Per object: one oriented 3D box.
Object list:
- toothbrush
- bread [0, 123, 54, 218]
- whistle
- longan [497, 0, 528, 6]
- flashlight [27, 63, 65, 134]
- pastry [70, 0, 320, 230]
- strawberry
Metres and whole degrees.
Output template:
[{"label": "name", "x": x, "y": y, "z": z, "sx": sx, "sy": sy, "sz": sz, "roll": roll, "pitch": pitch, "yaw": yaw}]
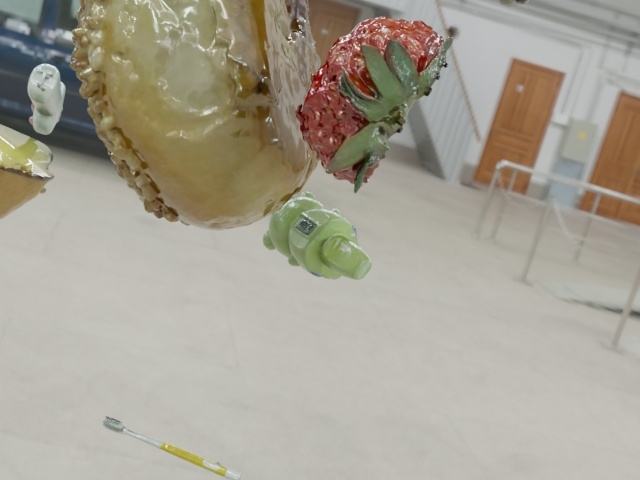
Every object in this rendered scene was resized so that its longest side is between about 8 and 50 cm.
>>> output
[{"label": "toothbrush", "x": -0.286, "y": 0.402, "z": 1.849, "sx": 0.288, "sy": 0.021, "sz": 0.024, "roll": 23, "pitch": -32, "yaw": -3}, {"label": "bread", "x": -0.545, "y": -0.107, "z": 1.456, "sx": 0.262, "sy": 0.163, "sz": 0.204, "roll": 18, "pitch": 7, "yaw": -19}, {"label": "whistle", "x": 0.000, "y": 0.000, "z": 1.329, "sx": 0.085, "sy": 0.105, "sz": 0.227, "roll": 46, "pitch": -9, "yaw": -39}, {"label": "longan", "x": 0.212, "y": -0.430, "z": 1.175, "sx": 0.300, "sy": 0.300, "sz": 0.243, "roll": 10, "pitch": 7, "yaw": -31}, {"label": "flashlight", "x": -0.440, "y": -0.230, "z": 1.528, "sx": 0.047, "sy": 0.093, "sz": 0.200, "roll": 17, "pitch": -10, "yaw": -10}, {"label": "pastry", "x": -0.142, "y": -0.209, "z": 1.142, "sx": 0.244, "sy": 0.410, "sz": 0.409, "roll": -8, "pitch": 6, "yaw": 14}, {"label": "strawberry", "x": 0.049, "y": -0.159, "z": 0.928, "sx": 0.098, "sy": 0.174, "sz": 0.228, "roll": 33, "pitch": 25, "yaw": -7}]
